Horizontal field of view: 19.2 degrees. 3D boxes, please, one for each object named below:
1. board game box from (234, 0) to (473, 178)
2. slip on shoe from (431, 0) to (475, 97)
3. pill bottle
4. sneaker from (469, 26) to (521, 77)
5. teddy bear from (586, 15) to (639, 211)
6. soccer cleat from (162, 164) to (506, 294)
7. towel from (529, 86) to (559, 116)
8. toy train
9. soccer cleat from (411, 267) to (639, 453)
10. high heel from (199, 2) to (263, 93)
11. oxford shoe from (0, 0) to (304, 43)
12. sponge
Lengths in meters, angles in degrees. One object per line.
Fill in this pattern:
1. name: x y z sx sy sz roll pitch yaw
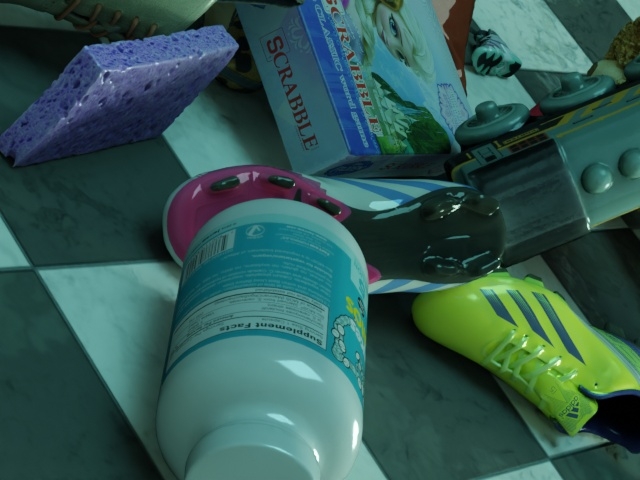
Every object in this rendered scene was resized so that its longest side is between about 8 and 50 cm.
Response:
1. board game box: 0.023 -0.217 1.822 0.318 0.066 0.319 -7 76 -63
2. slip on shoe: 0.124 -0.273 2.094 0.123 0.101 0.331 28 46 -34
3. pill bottle: -0.040 0.096 1.360 0.146 0.146 0.264 34 30 -19
4. sneaker: 0.192 -0.229 2.232 0.069 0.038 0.098 56 20 23
5. teddy bear: 0.384 -0.101 2.182 0.245 0.113 0.338 9 66 -68
6. soccer cleat: 0.000 0.000 1.608 0.331 0.143 0.116 3 88 -30
7. towel: 0.315 -0.103 1.980 0.199 0.274 0.031 -38 126 -41
8. toy train: 0.267 -0.083 1.768 0.190 0.333 0.142 -108 177 -74
9. soccer cleat: 0.208 0.114 1.731 0.289 0.093 0.121 24 47 -31
10. high heel: -0.103 -0.258 1.809 0.261 0.093 0.186 57 28 11
11. oxford shoe: -0.173 -0.220 1.547 0.397 0.140 0.147 -17 96 -27
12. sponge: -0.159 -0.118 1.518 0.031 0.117 0.210 52 28 10
